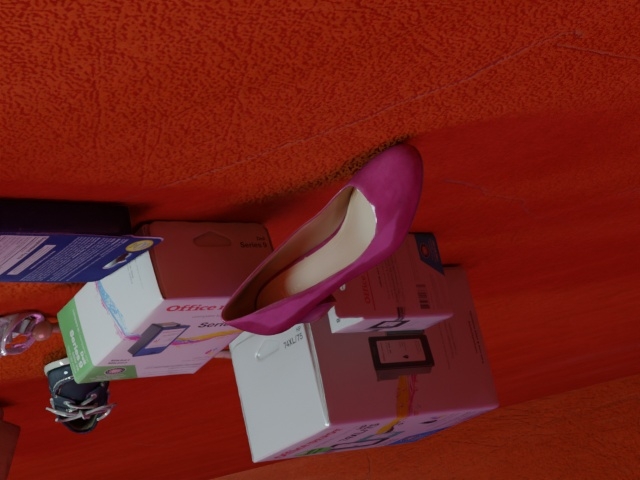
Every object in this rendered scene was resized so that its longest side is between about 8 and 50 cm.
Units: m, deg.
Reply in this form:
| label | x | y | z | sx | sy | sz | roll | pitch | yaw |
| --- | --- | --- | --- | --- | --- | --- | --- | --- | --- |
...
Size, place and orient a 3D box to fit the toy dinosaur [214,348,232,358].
| label | x | y | z | sx | sy | sz | roll | pitch | yaw |
| --- | --- | --- | --- | --- | --- | --- | --- | --- | --- |
| toy dinosaur | -0.094 | 0.158 | 1.840 | 0.211 | 0.064 | 0.112 | 5 | 157 | -46 |

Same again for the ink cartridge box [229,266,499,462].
| label | x | y | z | sx | sy | sz | roll | pitch | yaw |
| --- | --- | --- | --- | --- | --- | --- | --- | --- | --- |
| ink cartridge box | 0.050 | 0.159 | 1.711 | 0.270 | 0.197 | 0.198 | -1 | 160 | -33 |

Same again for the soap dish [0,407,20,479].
| label | x | y | z | sx | sy | sz | roll | pitch | yaw |
| --- | --- | --- | --- | --- | --- | --- | --- | --- | --- |
| soap dish | -0.595 | 0.306 | 1.856 | 0.290 | 0.118 | 0.229 | -13 | 164 | 4 |

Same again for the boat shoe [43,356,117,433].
| label | x | y | z | sx | sy | sz | roll | pitch | yaw |
| --- | --- | --- | --- | --- | --- | --- | --- | --- | --- |
| boat shoe | -0.331 | 0.211 | 1.807 | 0.095 | 0.079 | 0.254 | -7 | 163 | -17 |

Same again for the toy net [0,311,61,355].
| label | x | y | z | sx | sy | sz | roll | pitch | yaw |
| --- | --- | --- | --- | --- | --- | --- | --- | --- | --- |
| toy net | -0.289 | 0.100 | 1.525 | 0.232 | 0.045 | 0.122 | -9 | 164 | -13 |

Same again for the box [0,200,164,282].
| label | x | y | z | sx | sy | sz | roll | pitch | yaw |
| --- | --- | --- | --- | --- | --- | --- | --- | --- | --- |
| box | -0.274 | 0.004 | 1.227 | 0.225 | 0.036 | 0.136 | 3 | 158 | -40 |

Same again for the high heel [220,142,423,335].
| label | x | y | z | sx | sy | sz | roll | pitch | yaw |
| --- | --- | --- | --- | --- | --- | --- | --- | --- | --- |
| high heel | 0.000 | 0.000 | 1.259 | 0.117 | 0.082 | 0.244 | -3 | 144 | -46 |

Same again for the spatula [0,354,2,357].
| label | x | y | z | sx | sy | sz | roll | pitch | yaw |
| --- | --- | --- | --- | --- | --- | --- | --- | --- | --- |
| spatula | -0.528 | 0.178 | 1.653 | 0.242 | 0.019 | 0.168 | -5 | 161 | -25 |

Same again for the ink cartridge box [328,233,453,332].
| label | x | y | z | sx | sy | sz | roll | pitch | yaw |
| --- | --- | --- | --- | --- | --- | --- | --- | --- | --- |
| ink cartridge box | 0.060 | 0.048 | 1.516 | 0.180 | 0.104 | 0.060 | 1 | 160 | -39 |

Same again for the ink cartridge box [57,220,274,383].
| label | x | y | z | sx | sy | sz | roll | pitch | yaw |
| --- | --- | --- | --- | --- | --- | --- | --- | --- | --- |
| ink cartridge box | -0.160 | 0.066 | 1.394 | 0.154 | 0.093 | 0.212 | -1 | 151 | -39 |
